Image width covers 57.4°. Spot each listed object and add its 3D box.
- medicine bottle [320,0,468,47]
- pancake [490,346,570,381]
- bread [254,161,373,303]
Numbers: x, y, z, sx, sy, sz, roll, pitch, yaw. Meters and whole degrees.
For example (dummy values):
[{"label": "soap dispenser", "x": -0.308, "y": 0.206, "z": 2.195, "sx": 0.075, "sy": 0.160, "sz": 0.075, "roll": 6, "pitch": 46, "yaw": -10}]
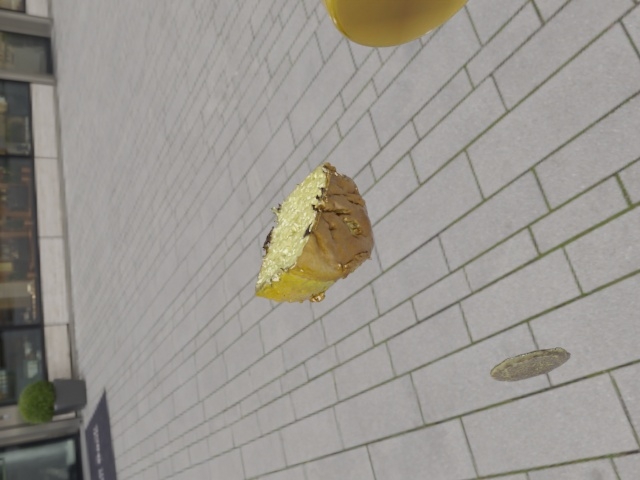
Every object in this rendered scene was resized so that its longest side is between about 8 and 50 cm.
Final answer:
[{"label": "medicine bottle", "x": 0.082, "y": -0.427, "z": 0.789, "sx": 0.238, "sy": 0.238, "sz": 0.232, "roll": -52, "pitch": 52, "yaw": 47}, {"label": "pancake", "x": 0.281, "y": 0.167, "z": 0.782, "sx": 0.115, "sy": 0.115, "sz": 0.011, "roll": -50, "pitch": 43, "yaw": 47}, {"label": "bread", "x": 0.001, "y": 0.002, "z": 0.968, "sx": 0.160, "sy": 0.147, "sz": 0.260, "roll": -41, "pitch": 25, "yaw": 33}]
